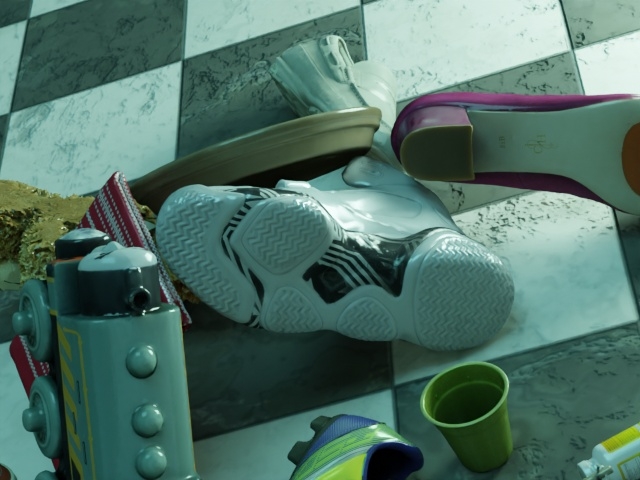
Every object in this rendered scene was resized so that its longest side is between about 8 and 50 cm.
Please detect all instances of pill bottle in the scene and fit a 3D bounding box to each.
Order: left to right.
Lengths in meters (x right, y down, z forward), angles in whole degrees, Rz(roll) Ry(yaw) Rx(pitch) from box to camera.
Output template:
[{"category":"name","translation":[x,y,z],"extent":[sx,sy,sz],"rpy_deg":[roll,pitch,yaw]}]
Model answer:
[{"category":"pill bottle","translation":[0.269,0.191,1.660],"extent":[0.083,0.043,0.043],"rpy_deg":[-27,35,-6]}]

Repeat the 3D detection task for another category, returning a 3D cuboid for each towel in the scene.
[{"category":"towel","translation":[-0.224,0.094,1.871],"extent":[0.031,0.275,0.199],"rpy_deg":[3,46,-38]}]

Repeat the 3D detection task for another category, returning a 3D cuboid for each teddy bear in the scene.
[{"category":"teddy bear","translation":[-0.241,0.018,2.069],"extent":[0.337,0.113,0.245],"rpy_deg":[3,22,-2]}]

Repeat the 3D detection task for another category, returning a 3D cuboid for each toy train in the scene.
[{"category":"toy train","translation":[-0.179,0.157,1.667],"extent":[0.142,0.334,0.190],"rpy_deg":[-6,5,-27]}]

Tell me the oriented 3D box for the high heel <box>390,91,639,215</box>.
[{"category":"high heel","translation":[0.263,-0.108,1.975],"extent":[0.377,0.127,0.181],"rpy_deg":[6,14,1]}]

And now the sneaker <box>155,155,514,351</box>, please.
[{"category":"sneaker","translation":[0.000,0.000,1.886],"extent":[0.365,0.137,0.210],"rpy_deg":[13,19,-18]}]

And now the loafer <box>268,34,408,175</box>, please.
[{"category":"loafer","translation":[0.040,-0.162,2.189],"extent":[0.111,0.112,0.319],"rpy_deg":[-36,36,-3]}]

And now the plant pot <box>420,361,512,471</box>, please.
[{"category":"plant pot","translation":[0.142,0.168,1.729],"extent":[0.083,0.079,0.083],"rpy_deg":[-15,35,11]}]

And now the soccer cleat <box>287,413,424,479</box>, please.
[{"category":"soccer cleat","translation":[-0.004,0.271,1.670],"extent":[0.121,0.093,0.289],"rpy_deg":[14,51,25]}]

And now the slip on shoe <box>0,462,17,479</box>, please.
[{"category":"slip on shoe","translation":[-0.460,0.223,1.948],"extent":[0.331,0.101,0.123],"rpy_deg":[16,46,23]}]

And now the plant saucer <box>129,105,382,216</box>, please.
[{"category":"plant saucer","translation":[-0.063,-0.077,1.973],"extent":[0.277,0.041,0.278],"rpy_deg":[-18,-4,-1]}]

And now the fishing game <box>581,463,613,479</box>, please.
[{"category":"fishing game","translation":[0.222,0.312,1.536],"extent":[0.189,0.041,0.264],"rpy_deg":[-32,41,0]}]
